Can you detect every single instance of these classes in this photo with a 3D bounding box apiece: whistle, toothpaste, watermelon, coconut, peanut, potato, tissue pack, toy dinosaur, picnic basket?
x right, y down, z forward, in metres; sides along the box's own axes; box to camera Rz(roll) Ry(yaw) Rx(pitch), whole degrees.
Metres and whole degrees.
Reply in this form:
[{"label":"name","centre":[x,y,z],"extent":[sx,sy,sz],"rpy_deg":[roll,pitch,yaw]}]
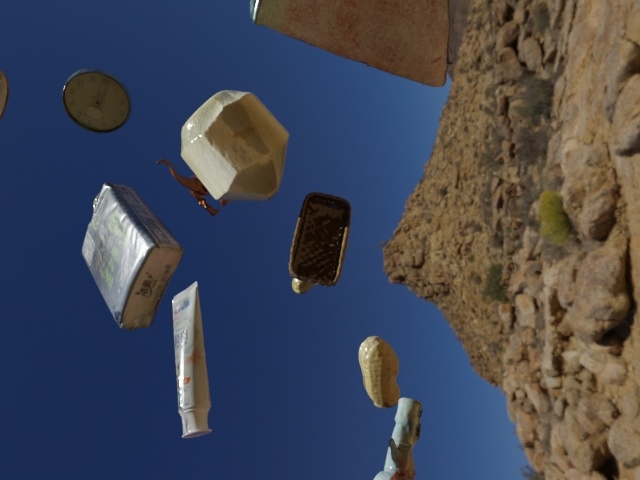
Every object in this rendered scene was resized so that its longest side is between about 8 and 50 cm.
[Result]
[{"label":"whistle","centre":[0.176,0.527,0.952],"extent":[0.142,0.133,0.346],"rpy_deg":[34,-128,-18]},{"label":"toothpaste","centre":[-0.283,0.252,0.940],"extent":[0.066,0.100,0.323],"rpy_deg":[20,-134,-46]},{"label":"watermelon","centre":[0.039,-0.337,0.596],"extent":[0.283,0.250,0.293],"rpy_deg":[-80,-23,-73]},{"label":"coconut","centre":[-0.162,-0.177,0.865],"extent":[0.222,0.202,0.202],"rpy_deg":[50,-145,-17]},{"label":"peanut","centre":[0.125,0.270,0.871],"extent":[0.080,0.080,0.175],"rpy_deg":[-51,-46,-56]},{"label":"potato","centre":[-0.034,0.081,1.132],"extent":[0.070,0.092,0.138],"rpy_deg":[19,-138,-9]},{"label":"tissue pack","centre":[-0.591,0.037,1.314],"extent":[0.124,0.394,0.288],"rpy_deg":[7,-65,-48]},{"label":"toy dinosaur","centre":[-0.425,-0.185,1.551],"extent":[0.208,0.097,0.432],"rpy_deg":[45,175,0]},{"label":"picnic basket","centre":[0.000,0.000,0.874],"extent":[0.055,0.110,0.194],"rpy_deg":[110,174,-67]}]

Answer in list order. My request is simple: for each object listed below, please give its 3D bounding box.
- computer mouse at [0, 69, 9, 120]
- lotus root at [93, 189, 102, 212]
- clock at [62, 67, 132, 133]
[{"label":"computer mouse","centre":[-0.938,-0.368,1.183],"extent":[0.245,0.125,0.056],"rpy_deg":[-59,-11,7]},{"label":"lotus root","centre":[-0.732,-0.112,1.505],"extent":[0.143,0.070,0.144],"rpy_deg":[42,-148,-10]},{"label":"clock","centre":[-0.758,-0.471,1.465],"extent":[0.215,0.215,0.042],"rpy_deg":[51,-173,-38]}]
